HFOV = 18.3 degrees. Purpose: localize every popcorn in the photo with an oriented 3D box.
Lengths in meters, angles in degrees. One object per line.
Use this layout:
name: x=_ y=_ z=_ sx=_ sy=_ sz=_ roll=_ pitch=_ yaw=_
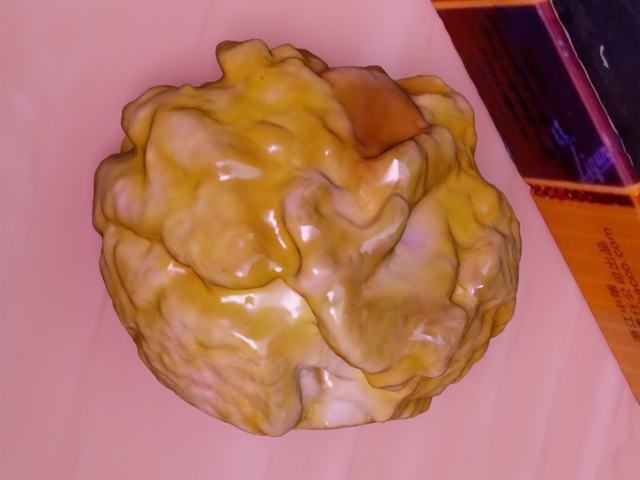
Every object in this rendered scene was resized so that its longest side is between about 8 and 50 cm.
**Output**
popcorn: x=0.000 y=0.000 z=0.540 sx=0.116 sy=0.106 sz=0.121 roll=-43 pitch=112 yaw=-7

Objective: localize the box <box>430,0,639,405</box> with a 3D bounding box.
box: x=0.122 y=-0.080 z=0.617 sx=0.152 sy=0.070 sz=0.237 roll=-37 pitch=108 yaw=-20
